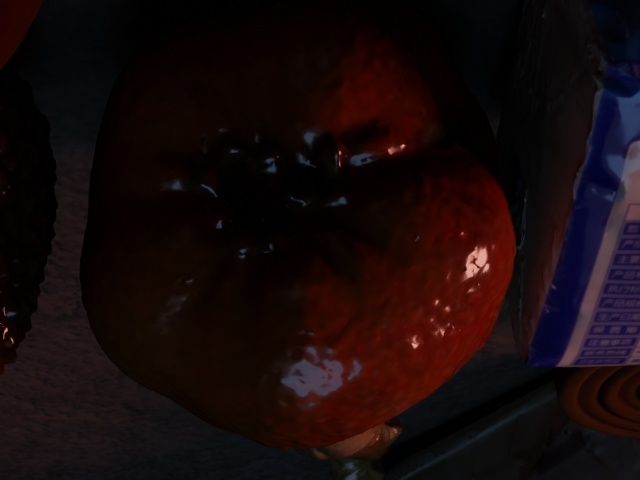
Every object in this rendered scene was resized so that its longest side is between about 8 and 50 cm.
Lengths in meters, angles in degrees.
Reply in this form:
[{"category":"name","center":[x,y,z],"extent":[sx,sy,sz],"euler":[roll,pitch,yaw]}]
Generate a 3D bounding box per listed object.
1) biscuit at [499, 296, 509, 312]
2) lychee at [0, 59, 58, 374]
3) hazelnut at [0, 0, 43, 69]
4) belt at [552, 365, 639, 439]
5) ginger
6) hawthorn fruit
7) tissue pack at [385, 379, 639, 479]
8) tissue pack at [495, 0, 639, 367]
[{"category":"biscuit","center":[0.071,0.032,1.061],"extent":[0.120,0.015,0.120],"euler":[-5,153,-3]},{"category":"lychee","center":[-0.204,-0.013,0.754],"extent":[0.194,0.194,0.194],"euler":[-5,152,-3]},{"category":"hazelnut","center":[-0.178,-0.120,0.573],"extent":[0.212,0.181,0.181],"euler":[-20,127,-2]},{"category":"belt","center":[0.300,0.035,1.003],"extent":[0.339,0.122,0.217],"euler":[-4,151,-4]},{"category":"ginger","center":[0.010,0.124,1.167],"extent":[0.089,0.075,0.288],"euler":[-14,148,0]},{"category":"hawthorn fruit","center":[0.000,0.000,0.808],"extent":[0.207,0.207,0.243],"euler":[-10,165,7]},{"category":"tissue pack","center":[0.271,0.258,1.329],"extent":[0.405,0.205,0.332],"euler":[18,140,-39]},{"category":"tissue pack","center":[0.225,-0.048,0.800],"extent":[0.270,0.137,0.209],"euler":[-4,135,-8]}]
